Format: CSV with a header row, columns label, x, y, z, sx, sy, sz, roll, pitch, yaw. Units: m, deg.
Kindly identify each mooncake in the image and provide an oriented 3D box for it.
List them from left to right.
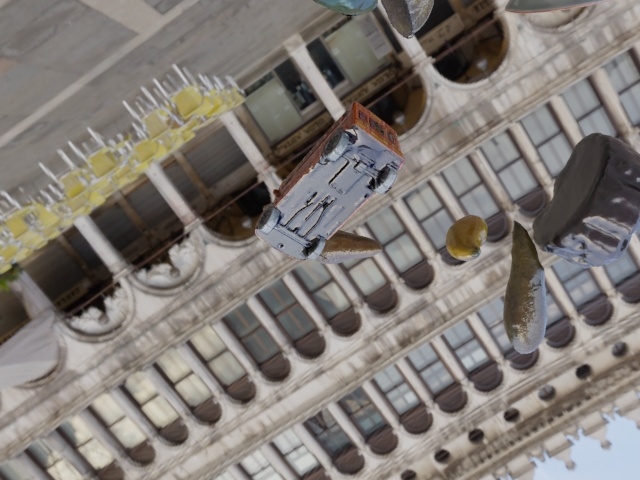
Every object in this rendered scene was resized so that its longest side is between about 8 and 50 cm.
label,x,y,z,sx,sy,sz,roll,pitch,yaw
mooncake,0.800,-0.100,1.678,0.351,0.212,0.381,-59,173,-57

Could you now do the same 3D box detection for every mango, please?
label,x,y,z,sx,sy,sz,roll,pitch,yaw
mango,0.352,-0.006,1.389,0.098,0.075,0.190,-11,-153,25

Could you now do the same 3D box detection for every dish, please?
label,x,y,z,sx,sy,sz,roll,pitch,yaw
dish,0.575,-0.611,1.372,0.260,0.086,0.260,-9,-154,4

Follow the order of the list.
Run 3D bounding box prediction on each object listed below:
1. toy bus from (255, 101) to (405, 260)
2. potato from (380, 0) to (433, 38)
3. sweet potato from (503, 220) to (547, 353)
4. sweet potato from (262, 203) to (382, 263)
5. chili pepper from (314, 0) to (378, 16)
label,x,y,z,sx,sy,sz,roll,pitch,yaw
toy bus,0.009,-0.108,1.152,0.329,0.142,0.153,-46,-154,31
potato,0.177,-0.571,1.222,0.100,0.261,0.120,-24,-161,-9
sweet potato,0.608,0.156,1.715,0.130,0.423,0.130,-7,-165,2
sweet potato,-0.002,0.002,1.511,0.341,0.114,0.092,21,-147,19
chili pepper,0.065,-0.715,1.503,0.248,0.234,0.256,-26,166,31
